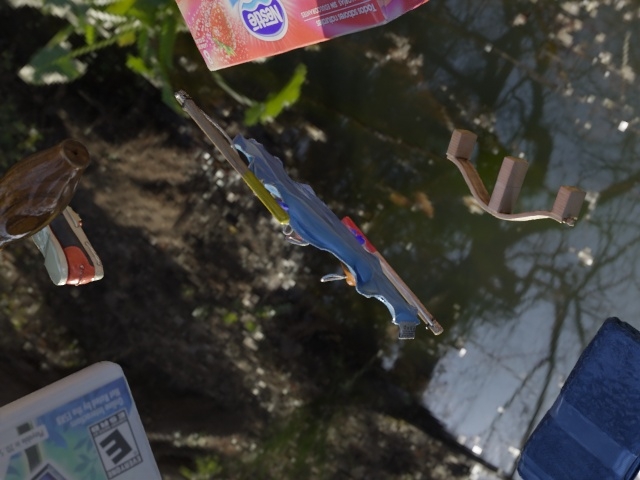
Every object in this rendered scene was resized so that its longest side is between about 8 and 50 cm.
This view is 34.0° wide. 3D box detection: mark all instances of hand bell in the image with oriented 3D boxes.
[{"bbox_3d":[-0.220,0.006,0.657,0.126,0.126,0.242,43,125,-16],"label":"hand bell"}]

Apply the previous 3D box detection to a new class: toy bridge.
[{"bbox_3d":[0.194,-0.055,1.081,0.188,0.026,0.063,39,118,48],"label":"toy bridge"}]

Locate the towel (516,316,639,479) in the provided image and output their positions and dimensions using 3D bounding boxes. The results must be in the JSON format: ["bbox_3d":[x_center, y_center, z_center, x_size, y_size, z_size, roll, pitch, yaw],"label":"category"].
[{"bbox_3d":[0.168,0.109,0.621,0.029,0.119,0.067,5,-151,-45],"label":"towel"}]

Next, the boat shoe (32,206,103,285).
[{"bbox_3d":[-0.247,-0.010,0.997,0.137,0.043,0.049,56,138,38],"label":"boat shoe"}]

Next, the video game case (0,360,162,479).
[{"bbox_3d":[-0.229,0.280,0.681,0.036,0.329,0.300,-1,109,55],"label":"video game case"}]

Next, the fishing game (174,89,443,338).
[{"bbox_3d":[0.000,0.000,0.748,0.189,0.041,0.264,50,-172,30],"label":"fishing game"}]

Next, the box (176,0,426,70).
[{"bbox_3d":[-0.001,-0.242,0.824,0.300,0.154,0.142,3,123,60],"label":"box"}]
